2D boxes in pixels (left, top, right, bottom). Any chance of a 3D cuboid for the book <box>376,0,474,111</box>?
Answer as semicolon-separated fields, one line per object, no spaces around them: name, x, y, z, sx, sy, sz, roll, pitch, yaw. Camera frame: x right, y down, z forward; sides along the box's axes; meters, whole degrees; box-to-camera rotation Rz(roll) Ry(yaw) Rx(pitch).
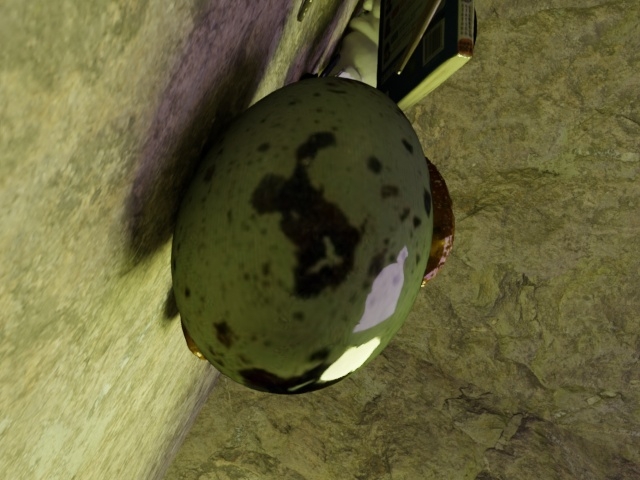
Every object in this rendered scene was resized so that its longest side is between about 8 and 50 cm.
book;0.172;-0.447;0.983;0.300;0.039;0.428;156;-60;-71

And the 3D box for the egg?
egg;-0.014;-0.014;0.666;0.288;0.287;0.379;116;-3;-61

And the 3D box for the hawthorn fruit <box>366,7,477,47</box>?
hawthorn fruit;0.275;-0.583;1.544;0.316;0.316;0.316;-64;180;0

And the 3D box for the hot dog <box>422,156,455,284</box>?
hot dog;0.086;-0.091;1.025;0.174;0.267;0.388;-48;-126;38

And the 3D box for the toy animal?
toy animal;0.112;-0.431;1.343;0.325;0.154;0.208;-59;172;-25

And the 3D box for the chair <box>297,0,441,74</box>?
chair;0.112;-0.396;0.751;0.272;0.188;0.166;-60;-176;44

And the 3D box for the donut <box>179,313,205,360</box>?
donut;-0.126;0.042;0.943;0.330;0.159;0.330;-61;-167;24

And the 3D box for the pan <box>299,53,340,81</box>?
pan;-0.021;-0.293;1.117;0.235;0.028;0.136;-60;179;-32
